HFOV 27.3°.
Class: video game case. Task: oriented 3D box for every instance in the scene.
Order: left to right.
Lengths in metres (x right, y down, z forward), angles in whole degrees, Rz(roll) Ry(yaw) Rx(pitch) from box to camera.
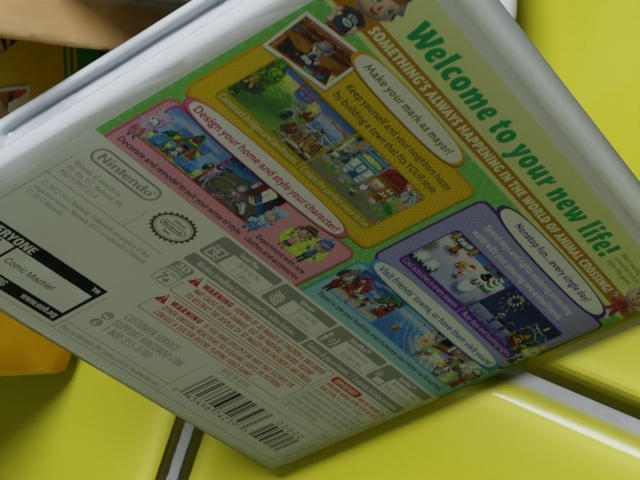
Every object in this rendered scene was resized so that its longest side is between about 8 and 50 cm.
[{"bbox_3d":[0.000,0.000,0.442,0.193,0.212,0.023,-27,48,22],"label":"video game case"}]

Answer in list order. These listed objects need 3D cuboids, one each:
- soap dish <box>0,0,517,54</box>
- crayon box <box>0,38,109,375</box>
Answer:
[{"bbox_3d":[-0.044,-0.197,0.457,0.118,0.229,0.291,-9,84,45],"label":"soap dish"},{"bbox_3d":[-0.186,-0.036,0.481,0.081,0.278,0.165,22,98,28],"label":"crayon box"}]
